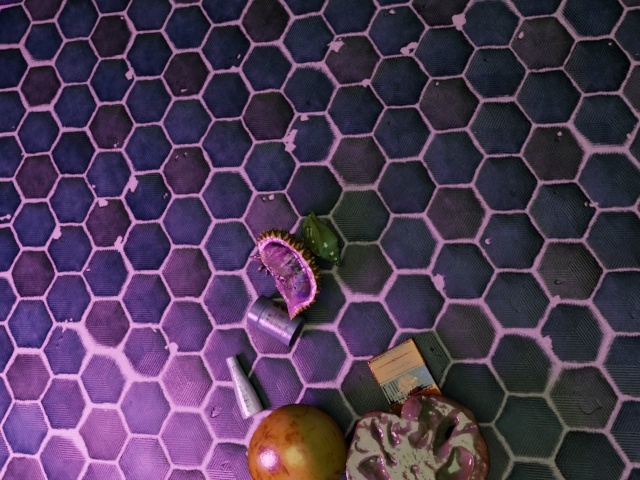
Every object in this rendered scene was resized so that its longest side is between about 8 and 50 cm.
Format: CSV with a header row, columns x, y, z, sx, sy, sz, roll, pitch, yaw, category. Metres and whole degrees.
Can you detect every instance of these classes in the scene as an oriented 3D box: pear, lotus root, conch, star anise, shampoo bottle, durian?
x,y,z,sx,sy,sz,roll,pitch,yaw,category
-0.062,0.587,1.525,0.281,0.281,0.280,-2,81,12,pear
0.258,0.596,1.445,0.390,0.111,0.375,-30,73,-5,lotus root
0.004,0.001,1.712,0.095,0.079,0.201,-47,62,9,conch
-0.149,0.065,1.741,0.124,0.056,0.129,-37,66,-1,star anise
-0.241,0.449,1.712,0.069,0.041,0.190,-27,76,12,shampoo bottle
-0.076,0.066,1.670,0.154,0.186,0.260,-28,102,17,durian

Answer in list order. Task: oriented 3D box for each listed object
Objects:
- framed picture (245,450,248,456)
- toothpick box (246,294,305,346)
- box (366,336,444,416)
x,y,z,sx,sy,sz,roll,pitch,yaw,category
-0.117,0.649,1.670,0.183,0.011,0.142,-37,76,5,framed picture
-0.135,0.244,1.690,0.153,0.101,0.101,26,88,13,toothpick box
0.256,0.417,1.596,0.152,0.070,0.237,-29,75,7,box
